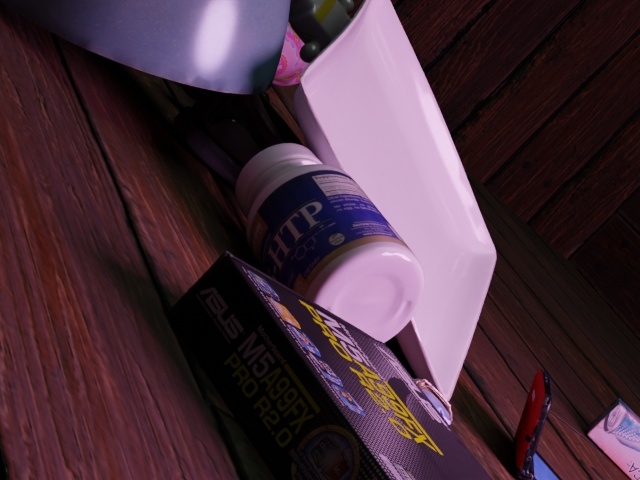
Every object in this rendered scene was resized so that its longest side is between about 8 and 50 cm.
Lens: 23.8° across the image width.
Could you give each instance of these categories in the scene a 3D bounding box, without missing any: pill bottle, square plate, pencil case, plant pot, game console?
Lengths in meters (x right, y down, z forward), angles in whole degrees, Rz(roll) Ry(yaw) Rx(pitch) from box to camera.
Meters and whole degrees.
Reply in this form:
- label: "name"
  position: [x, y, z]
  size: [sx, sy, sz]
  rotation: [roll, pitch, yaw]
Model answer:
- label: "pill bottle"
  position: [0.000, 0.000, 1.308]
  size: [0.112, 0.112, 0.186]
  rotation: [35, 12, -44]
- label: "square plate"
  position: [0.077, -0.057, 1.543]
  size: [0.347, 0.049, 0.344]
  rotation: [65, 24, -17]
- label: "pencil case"
  position: [-0.091, -0.312, 2.258]
  size: [0.124, 0.124, 0.284]
  rotation: [47, 9, 18]
- label: "plant pot"
  position: [-0.144, -0.285, 1.407]
  size: [0.290, 0.195, 0.290]
  rotation: [22, 18, -7]
- label: "game console"
  position: [0.237, 0.207, 1.505]
  size: [0.085, 0.124, 0.144]
  rotation: [18, 8, 4]

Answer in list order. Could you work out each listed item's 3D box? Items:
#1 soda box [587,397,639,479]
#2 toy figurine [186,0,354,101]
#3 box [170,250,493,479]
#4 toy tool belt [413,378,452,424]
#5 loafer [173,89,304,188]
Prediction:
- label: "soda box"
  position: [0.437, 0.296, 2.010]
  size: [0.183, 0.063, 0.058]
  rotation: [45, 10, 4]
- label: "toy figurine"
  position: [-0.051, -0.207, 1.704]
  size: [0.148, 0.209, 0.213]
  rotation: [51, 3, -26]
- label: "box"
  position: [0.039, 0.143, 1.007]
  size: [0.216, 0.060, 0.270]
  rotation: [32, 15, -50]
- label: "toy tool belt"
  position: [0.072, 0.135, 1.211]
  size: [0.083, 0.052, 0.051]
  rotation: [37, 3, -34]
- label: "loafer"
  position: [-0.015, -0.063, 1.561]
  size: [0.302, 0.095, 0.109]
  rotation: [37, 12, -35]
